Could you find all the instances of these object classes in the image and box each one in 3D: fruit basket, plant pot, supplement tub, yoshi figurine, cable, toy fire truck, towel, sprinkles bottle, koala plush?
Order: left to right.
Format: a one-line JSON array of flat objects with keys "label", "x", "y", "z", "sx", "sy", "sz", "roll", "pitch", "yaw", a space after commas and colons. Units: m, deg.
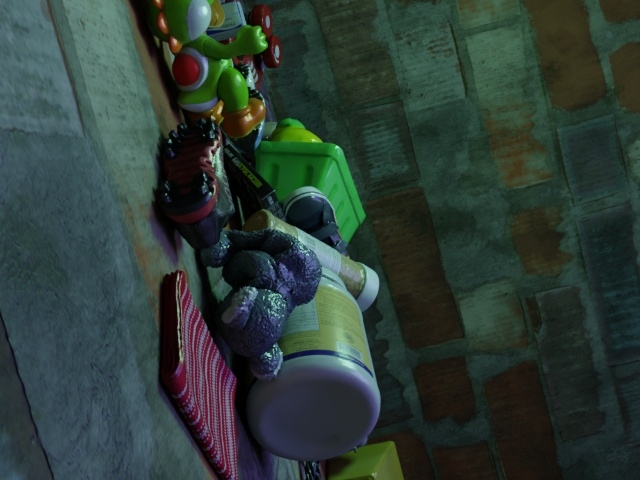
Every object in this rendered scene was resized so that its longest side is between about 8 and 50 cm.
[{"label": "yoshi figurine", "x": -0.222, "y": -0.386, "z": 1.452, "sx": 0.203, "sy": 0.203, "sz": 0.362, "roll": 54, "pitch": -12, "yaw": 49}, {"label": "towel", "x": -0.162, "y": 0.196, "z": 1.069, "sx": 0.199, "sy": 0.031, "sz": 0.275, "roll": -100, "pitch": 175, "yaw": -48}, {"label": "toy fire truck", "x": -0.235, "y": -0.550, "z": 2.281, "sx": 0.302, "sy": 0.169, "sz": 0.254, "roll": 69, "pitch": 26, "yaw": -58}, {"label": "koala plush", "x": -0.105, "y": 0.105, "z": 1.276, "sx": 0.221, "sy": 0.203, "sz": 0.196, "roll": -79, "pitch": 157, "yaw": -55}, {"label": "supplement tub", "x": -0.026, "y": 0.219, "z": 1.449, "sx": 0.331, "sy": 0.241, "sz": 0.241, "roll": -100, "pitch": 175, "yaw": -56}, {"label": "fruit basket", "x": -0.036, "y": -0.178, "z": 2.112, "sx": 0.392, "sy": 0.283, "sz": 0.392, "roll": 5, "pitch": 90, "yaw": -72}, {"label": "sprinkles bottle", "x": -0.023, "y": 0.054, "z": 1.782, "sx": 0.355, "sy": 0.121, "sz": 0.121, "roll": 30, "pitch": 32, "yaw": -33}, {"label": "cable", "x": -0.016, "y": 0.585, "z": 1.807, "sx": 0.150, "sy": 0.047, "sz": 0.184, "roll": 51, "pitch": 26, "yaw": -70}, {"label": "plant pot", "x": 0.126, "y": 0.736, "z": 2.248, "sx": 0.187, "sy": 0.212, "sz": 0.212, "roll": -7, "pitch": 82, "yaw": -74}]

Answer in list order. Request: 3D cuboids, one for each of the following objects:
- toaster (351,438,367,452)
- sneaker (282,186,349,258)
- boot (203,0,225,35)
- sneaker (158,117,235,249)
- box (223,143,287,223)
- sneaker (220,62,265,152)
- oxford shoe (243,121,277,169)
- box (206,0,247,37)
[{"label": "toaster", "x": 0.049, "y": 0.521, "z": 2.240, "sx": 0.129, "sy": 0.146, "sz": 0.227, "roll": 73, "pitch": 4, "yaw": -53}, {"label": "sneaker", "x": 0.000, "y": 0.000, "z": 1.900, "sx": 0.321, "sy": 0.126, "sz": 0.127, "roll": 67, "pitch": -3, "yaw": -54}, {"label": "boot", "x": -0.284, "y": -0.533, "z": 1.633, "sx": 0.211, "sy": 0.104, "sz": 0.295, "roll": 73, "pitch": 8, "yaw": -45}, {"label": "sneaker", "x": -0.194, "y": -0.090, "z": 1.224, "sx": 0.276, "sy": 0.098, "sz": 0.135, "roll": -98, "pitch": 172, "yaw": -51}, {"label": "box", "x": -0.156, "y": -0.112, "z": 1.802, "sx": 0.184, "sy": 0.045, "sz": 0.190, "roll": 43, "pitch": -14, "yaw": 28}, {"label": "sneaker", "x": -0.197, "y": -0.334, "z": 2.034, "sx": 0.330, "sy": 0.130, "sz": 0.147, "roll": -102, "pitch": 173, "yaw": -46}, {"label": "oxford shoe", "x": -0.142, "y": -0.186, "z": 2.277, "sx": 0.123, "sy": 0.130, "sz": 0.348, "roll": -72, "pitch": 148, "yaw": -85}, {"label": "box", "x": -0.260, "y": -0.561, "z": 1.973, "sx": 0.137, "sy": 0.126, "sz": 0.072, "roll": -85, "pitch": 162, "yaw": -82}]
